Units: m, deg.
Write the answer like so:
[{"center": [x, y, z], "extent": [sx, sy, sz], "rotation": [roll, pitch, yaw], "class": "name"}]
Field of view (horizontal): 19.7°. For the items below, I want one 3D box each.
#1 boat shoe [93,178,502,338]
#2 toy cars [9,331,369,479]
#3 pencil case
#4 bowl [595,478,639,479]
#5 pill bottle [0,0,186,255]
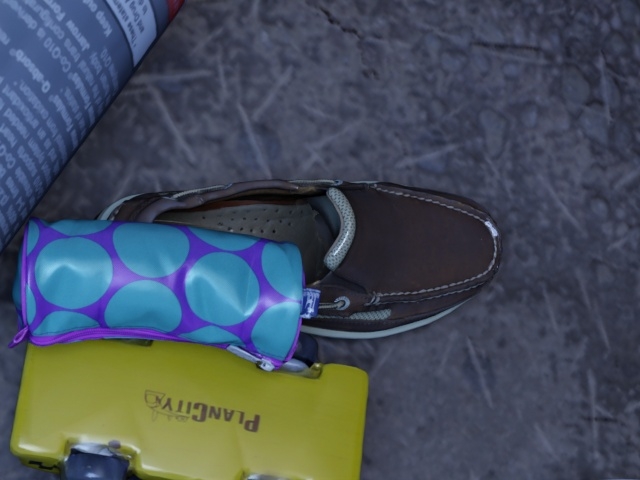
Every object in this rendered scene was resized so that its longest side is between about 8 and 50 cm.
[{"center": [0.001, 0.008, 1.053], "extent": [0.257, 0.095, 0.095], "rotation": [-4, 80, -25], "class": "boat shoe"}, {"center": [-0.157, 0.149, 0.960], "extent": [0.394, 0.087, 0.176], "rotation": [-30, 80, -23], "class": "toy cars"}, {"center": [-0.081, 0.028, 0.942], "extent": [0.152, 0.064, 0.070], "rotation": [6, 71, -12], "class": "pencil case"}, {"center": [0.166, 0.216, 1.105], "extent": [0.142, 0.053, 0.142], "rotation": [2, 78, -24], "class": "bowl"}, {"center": [-0.235, -0.055, 0.875], "extent": [0.210, 0.210, 0.363], "rotation": [38, 70, -12], "class": "pill bottle"}]
